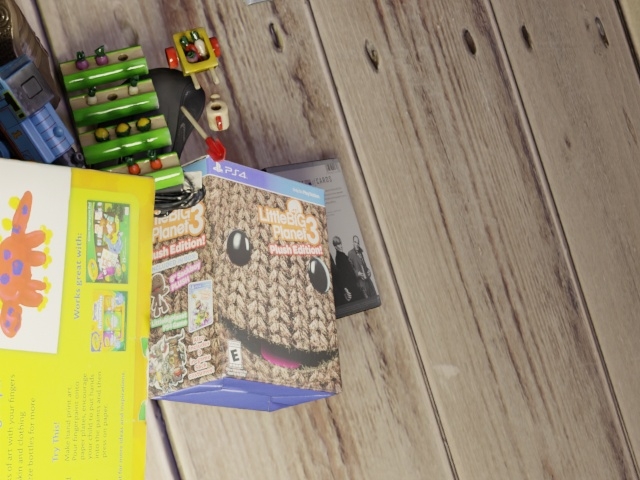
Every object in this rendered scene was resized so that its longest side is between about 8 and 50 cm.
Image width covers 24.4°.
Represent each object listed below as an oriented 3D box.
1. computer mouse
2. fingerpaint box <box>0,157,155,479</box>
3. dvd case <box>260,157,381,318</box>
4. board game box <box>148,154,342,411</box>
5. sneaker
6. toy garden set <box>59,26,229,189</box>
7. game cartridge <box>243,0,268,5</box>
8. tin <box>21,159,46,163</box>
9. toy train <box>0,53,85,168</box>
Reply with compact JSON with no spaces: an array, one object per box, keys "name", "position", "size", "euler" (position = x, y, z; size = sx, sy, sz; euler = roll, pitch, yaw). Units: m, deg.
[{"name":"computer mouse","position":[-0.221,-0.141,1.881],"size":[0.272,0.188,0.072],"euler":[-80,157,-45]},{"name":"fingerpaint box","position":[-0.356,0.141,1.504],"size":[0.371,0.163,0.445],"euler":[4,86,-53]},{"name":"dvd case","position":[0.000,0.000,2.198],"size":[0.179,0.029,0.238],"euler":[-12,83,-52]},{"name":"board game box","position":[-0.107,0.064,1.946],"size":[0.232,0.141,0.291],"euler":[14,65,-48]},{"name":"sneaker","position":[-0.378,-0.239,1.824],"size":[0.071,0.066,0.188],"euler":[-40,112,-68]},{"name":"toy garden set","position":[-0.204,-0.170,1.827],"size":[0.049,0.204,0.244],"euler":[87,-15,-49]},{"name":"game cartridge","position":[-0.097,-0.391,2.261],"size":[0.083,0.017,0.056],"euler":[-26,91,-53]},{"name":"tin","position":[-0.315,-0.013,1.752],"size":[0.189,0.106,0.040],"euler":[54,27,-21]},{"name":"toy train","position":[-0.351,-0.127,1.759],"size":[0.184,0.105,0.080],"euler":[58,39,-15]}]
